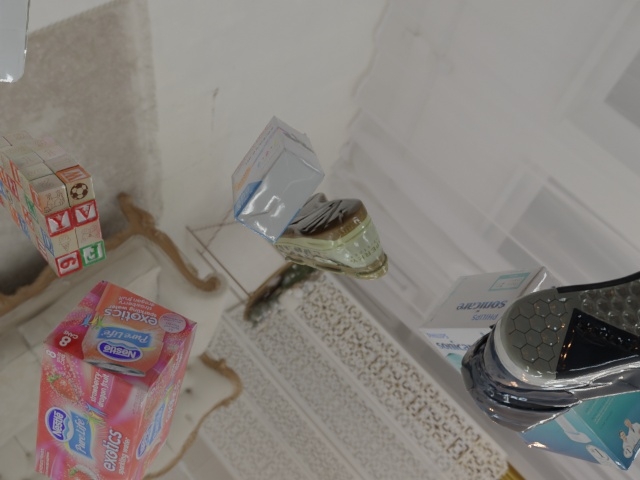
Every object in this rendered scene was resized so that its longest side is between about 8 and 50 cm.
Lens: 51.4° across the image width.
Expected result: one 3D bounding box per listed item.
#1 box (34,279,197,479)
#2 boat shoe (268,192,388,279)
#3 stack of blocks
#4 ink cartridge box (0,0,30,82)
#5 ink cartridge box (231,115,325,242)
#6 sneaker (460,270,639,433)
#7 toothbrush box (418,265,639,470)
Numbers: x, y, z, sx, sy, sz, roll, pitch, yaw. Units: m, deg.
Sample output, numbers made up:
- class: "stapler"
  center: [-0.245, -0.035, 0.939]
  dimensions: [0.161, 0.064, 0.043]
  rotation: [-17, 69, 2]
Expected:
- class: "box"
  center: [-0.297, 0.226, 0.944]
  dimensions: [0.142, 0.154, 0.299]
  rotation: [-60, 174, -53]
- class: "boat shoe"
  center: [0.000, 0.000, 0.884]
  dimensions: [0.105, 0.089, 0.285]
  rotation: [-38, -165, -9]
- class: "stack of blocks"
  center: [-0.495, -0.091, 1.170]
  dimensions: [0.087, 0.297, 0.171]
  rotation: [-26, 135, -33]
- class: "ink cartridge box"
  center: [-0.674, -0.368, 0.987]
  dimensions: [0.279, 0.385, 0.160]
  rotation: [-27, 137, -61]
- class: "ink cartridge box"
  center: [-0.059, -0.087, 0.834]
  dimensions: [0.104, 0.062, 0.181]
  rotation: [-52, -158, 15]
- class: "sneaker"
  center: [0.221, 0.087, 0.512]
  dimensions: [0.226, 0.086, 0.163]
  rotation: [-3, 152, -7]
- class: "toothbrush box"
  center: [0.328, 0.190, 1.014]
  dimensions: [0.126, 0.295, 0.216]
  rotation: [-48, -170, -20]
